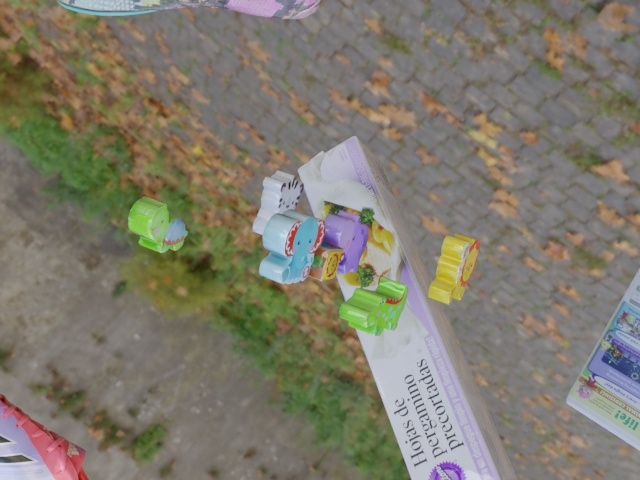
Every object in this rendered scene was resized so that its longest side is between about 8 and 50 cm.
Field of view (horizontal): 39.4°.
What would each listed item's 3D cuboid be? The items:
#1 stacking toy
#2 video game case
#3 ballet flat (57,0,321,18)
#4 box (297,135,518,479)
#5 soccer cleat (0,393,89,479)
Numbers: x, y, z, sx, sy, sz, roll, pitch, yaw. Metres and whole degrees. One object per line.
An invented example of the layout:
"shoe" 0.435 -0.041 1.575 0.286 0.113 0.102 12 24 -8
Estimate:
"stacking toy" 0.000 0.000 0.593 0.167 0.052 0.221 19 -169 22
"video game case" 0.342 0.113 0.746 0.212 0.193 0.023 33 -161 26
"ballet flat" -0.104 -0.218 0.695 0.221 0.077 0.079 3 152 -4
"box" 0.065 0.063 0.720 0.067 0.063 0.324 34 -149 -57
"soccer cleat" -0.256 0.176 0.754 0.248 0.095 0.083 64 179 -30
